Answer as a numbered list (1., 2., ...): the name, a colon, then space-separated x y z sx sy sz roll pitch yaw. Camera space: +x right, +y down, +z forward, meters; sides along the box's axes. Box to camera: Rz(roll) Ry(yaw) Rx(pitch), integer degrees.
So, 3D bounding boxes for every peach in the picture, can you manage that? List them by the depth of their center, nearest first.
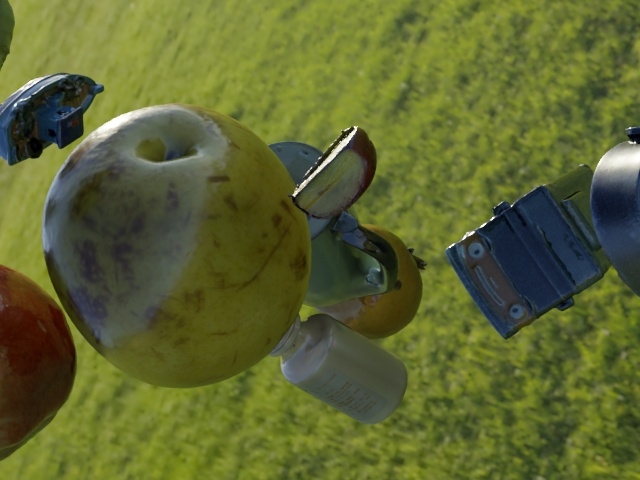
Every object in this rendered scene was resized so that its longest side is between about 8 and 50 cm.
1. peach: 0.017 -0.055 1.112 0.083 0.050 0.077 -50 13 -21
2. peach: -0.401 0.122 1.376 0.232 0.256 0.232 -41 -5 -4

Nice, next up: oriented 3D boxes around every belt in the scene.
1. belt: 0.318 -0.016 1.098 0.141 0.190 0.082 -55 20 -20

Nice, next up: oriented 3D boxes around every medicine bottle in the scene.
1. medicine bottle: 0.004 0.167 1.792 0.114 0.252 0.114 -36 36 32

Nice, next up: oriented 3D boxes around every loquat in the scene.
1. loquat: 0.081 0.072 2.174 0.208 0.208 0.208 -50 28 38

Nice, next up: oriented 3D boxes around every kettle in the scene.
1. kettle: 0.000 0.000 1.763 0.165 0.240 0.255 -63 -24 -18

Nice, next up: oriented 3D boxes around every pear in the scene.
1. pear: -0.140 0.009 1.239 0.280 0.281 0.280 -50 28 38

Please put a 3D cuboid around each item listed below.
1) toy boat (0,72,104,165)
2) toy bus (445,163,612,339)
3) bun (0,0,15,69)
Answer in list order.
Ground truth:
1. toy boat: -0.382 -0.182 1.799 0.223 0.097 0.100 -48 -30 -50
2. toy bus: 0.270 0.007 1.501 0.167 0.138 0.275 -36 -6 25
3. bun: -0.451 -0.249 1.452 0.118 0.195 0.195 25 93 62
